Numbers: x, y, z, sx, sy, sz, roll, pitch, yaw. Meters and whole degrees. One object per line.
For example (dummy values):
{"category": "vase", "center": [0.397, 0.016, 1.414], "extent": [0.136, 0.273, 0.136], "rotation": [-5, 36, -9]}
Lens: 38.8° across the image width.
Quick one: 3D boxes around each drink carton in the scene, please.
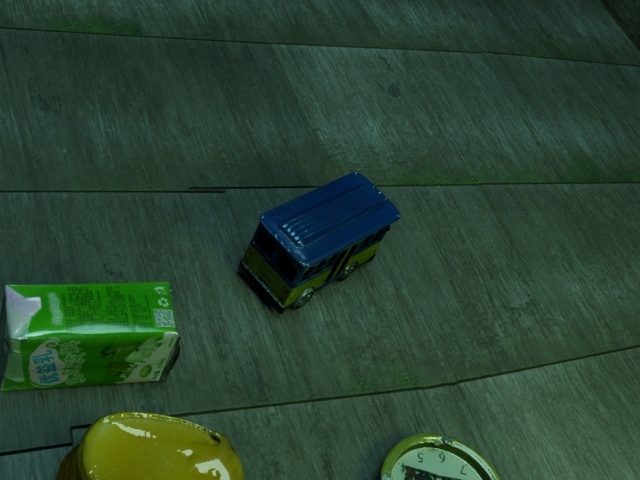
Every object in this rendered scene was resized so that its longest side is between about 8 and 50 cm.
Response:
{"category": "drink carton", "center": [-0.364, 0.149, 1.430], "extent": [0.271, 0.161, 0.108], "rotation": [-1, 51, -27]}

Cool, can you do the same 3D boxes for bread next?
{"category": "bread", "center": [-0.242, 0.356, 1.316], "extent": [0.269, 0.143, 0.195], "rotation": [19, 42, -12]}

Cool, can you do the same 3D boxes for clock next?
{"category": "clock", "center": [0.202, 0.437, 1.528], "extent": [0.236, 0.057, 0.237], "rotation": [13, 46, -13]}

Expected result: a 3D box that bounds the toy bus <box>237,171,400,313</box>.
{"category": "toy bus", "center": [0.000, 0.000, 1.740], "extent": [0.287, 0.175, 0.138], "rotation": [-28, 66, -41]}
